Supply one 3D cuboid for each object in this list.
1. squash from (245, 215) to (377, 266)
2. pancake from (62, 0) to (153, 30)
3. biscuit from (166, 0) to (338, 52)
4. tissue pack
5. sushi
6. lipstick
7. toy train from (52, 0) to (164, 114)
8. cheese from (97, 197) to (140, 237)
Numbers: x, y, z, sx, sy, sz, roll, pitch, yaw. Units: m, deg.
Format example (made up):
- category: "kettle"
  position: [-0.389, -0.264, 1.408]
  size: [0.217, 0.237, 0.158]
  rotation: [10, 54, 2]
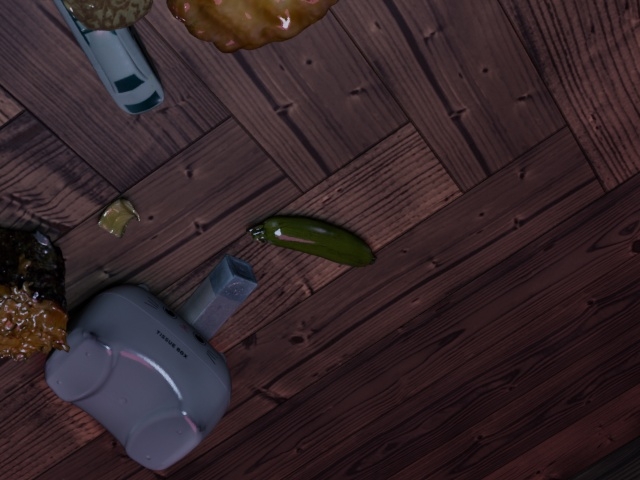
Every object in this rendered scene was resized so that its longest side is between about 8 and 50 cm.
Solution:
- category: "squash"
  position: [0.002, 0.000, 2.109]
  size: [0.318, 0.080, 0.071]
  rotation: [15, 85, -34]
- category: "pancake"
  position: [-0.299, -0.421, 1.546]
  size: [0.212, 0.029, 0.235]
  rotation: [29, 86, -53]
- category: "biscuit"
  position: [-0.098, -0.444, 1.626]
  size: [0.325, 0.107, 0.326]
  rotation: [-17, 139, -15]
- category: "tissue pack"
  position: [-0.337, 0.248, 2.037]
  size: [0.333, 0.236, 0.229]
  rotation: [43, 122, -9]
- category: "sushi"
  position: [-0.603, 0.080, 1.838]
  size: [0.348, 0.207, 0.234]
  rotation: [4, 136, -22]
- category: "lipstick"
  position: [-0.251, 0.166, 2.156]
  size: [0.066, 0.068, 0.317]
  rotation: [23, 118, -38]
- category: "toy train"
  position: [-0.338, -0.329, 1.650]
  size: [0.086, 0.088, 0.407]
  rotation: [-24, 136, 1]
- category: "cheese"
  position: [-0.357, -0.046, 1.936]
  size: [0.084, 0.041, 0.060]
  rotation: [-32, 130, 29]
